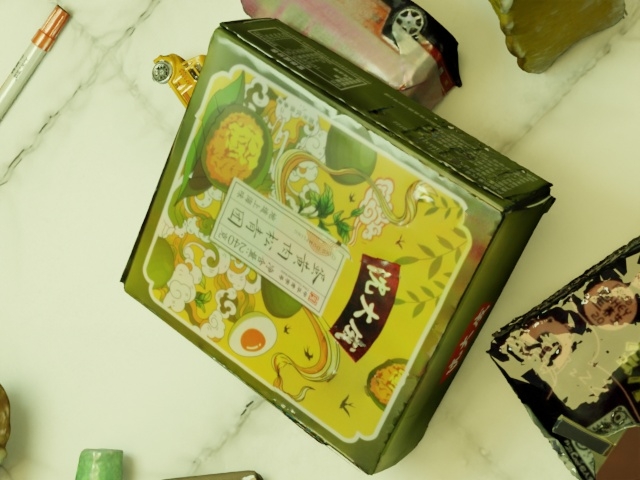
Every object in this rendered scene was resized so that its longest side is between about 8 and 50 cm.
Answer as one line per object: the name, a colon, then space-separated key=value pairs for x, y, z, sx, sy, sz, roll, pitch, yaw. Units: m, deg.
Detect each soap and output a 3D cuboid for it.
soap: x=0.185 y=-0.383 z=1.318 sx=0.169 sy=0.304 sz=0.339 roll=-32 pitch=74 yaw=10

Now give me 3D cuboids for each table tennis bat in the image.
table tennis bat: x=0.318 y=0.227 z=1.239 sx=0.158 sy=0.014 sz=0.095 roll=27 pitch=111 yaw=-2

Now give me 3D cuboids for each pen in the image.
pen: x=-0.430 y=-0.230 z=1.670 sx=0.028 sy=0.028 sz=0.239 roll=39 pitch=98 yaw=20

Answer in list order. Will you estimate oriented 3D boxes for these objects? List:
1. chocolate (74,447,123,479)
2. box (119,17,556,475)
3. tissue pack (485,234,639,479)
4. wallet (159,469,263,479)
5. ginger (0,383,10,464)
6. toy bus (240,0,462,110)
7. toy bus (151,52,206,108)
chocolate: x=-0.294 y=0.412 z=1.504 sx=0.110 sy=0.110 sz=0.291 roll=2 pitch=81 yaw=20
box: x=0.000 y=0.000 z=1.364 sx=0.420 sy=0.138 sz=0.373 roll=35 pitch=117 yaw=21
tissue pack: x=0.380 y=0.118 z=1.280 sx=0.332 sy=0.123 sz=0.245 roll=-37 pitch=84 yaw=16
wallet: x=-0.136 y=0.352 z=1.483 sx=0.152 sy=0.039 sz=0.118 roll=-8 pitch=78 yaw=23
ginger: x=-0.547 y=0.340 z=1.564 sx=0.418 sy=0.176 sz=0.254 roll=-38 pitch=76 yaw=17
toy bus: x=0.031 y=-0.267 z=1.449 sx=0.302 sy=0.127 sz=0.147 roll=41 pitch=91 yaw=19
toy bus: x=-0.149 y=-0.186 z=1.540 sx=0.074 sy=0.069 sz=0.162 roll=-38 pitch=74 yaw=11
